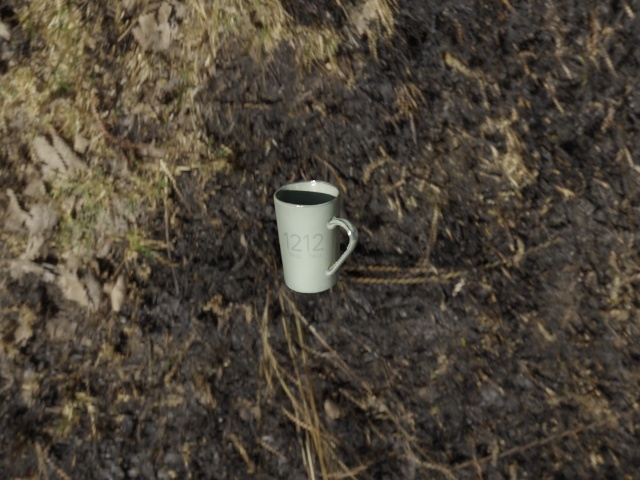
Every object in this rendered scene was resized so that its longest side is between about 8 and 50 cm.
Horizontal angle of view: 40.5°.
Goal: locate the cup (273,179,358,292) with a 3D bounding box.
[{"bbox_3d":[0.000,-0.002,0.730,0.075,0.054,0.083,4,116,14],"label":"cup"}]
